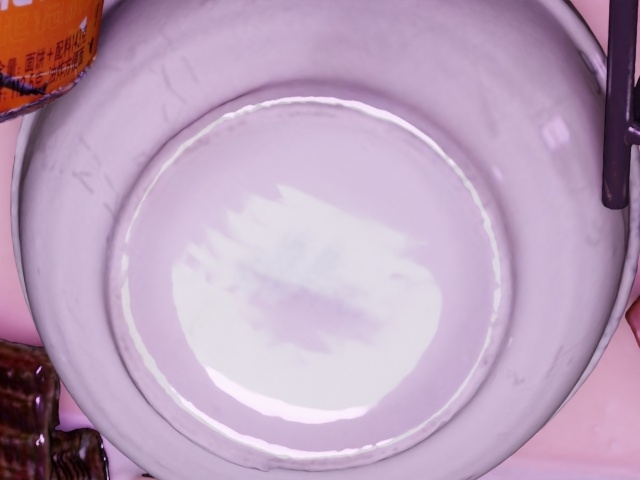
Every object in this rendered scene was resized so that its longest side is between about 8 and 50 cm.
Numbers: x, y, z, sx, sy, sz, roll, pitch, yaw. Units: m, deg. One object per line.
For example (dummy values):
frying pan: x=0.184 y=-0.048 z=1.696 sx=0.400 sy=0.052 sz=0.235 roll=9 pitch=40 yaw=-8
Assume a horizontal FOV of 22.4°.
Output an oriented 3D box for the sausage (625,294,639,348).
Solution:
sausage: x=0.270 y=-0.001 z=0.755 sx=0.259 sy=0.113 sz=0.113 roll=-37 pitch=104 yaw=12

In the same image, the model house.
model house: x=-0.180 y=0.116 z=0.819 sx=0.165 sy=0.106 sz=0.152 roll=21 pitch=98 yaw=-43

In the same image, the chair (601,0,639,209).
chair: x=0.186 y=-0.143 z=0.623 sx=0.141 sy=0.154 sz=0.260 roll=12 pitch=135 yaw=20

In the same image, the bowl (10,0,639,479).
bowl: x=0.000 y=0.000 z=0.740 sx=0.307 sy=0.163 sz=0.307 roll=1 pitch=107 yaw=3

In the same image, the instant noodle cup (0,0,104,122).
instant noodle cup: x=-0.193 y=-0.175 z=0.629 sx=0.296 sy=0.296 sz=0.214 roll=5 pitch=116 yaw=-1
